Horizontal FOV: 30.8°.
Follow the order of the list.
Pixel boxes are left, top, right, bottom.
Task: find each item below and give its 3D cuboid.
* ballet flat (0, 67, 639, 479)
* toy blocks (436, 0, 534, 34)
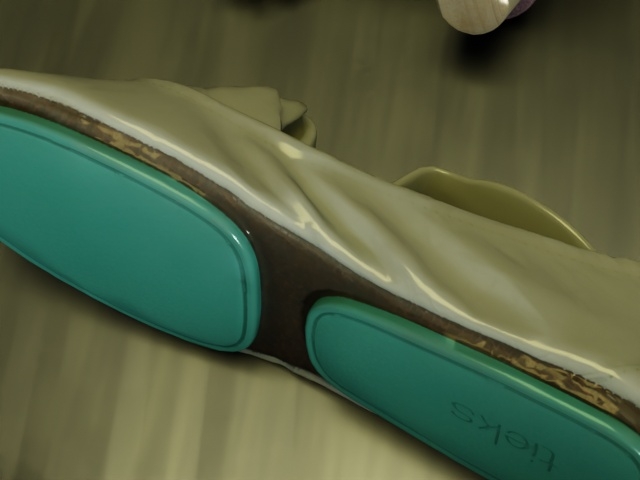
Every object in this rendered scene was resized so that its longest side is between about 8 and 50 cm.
[{"bbox_3d":[0.000,0.000,0.566,0.400,0.139,0.139,24,71,14],"label":"ballet flat"},{"bbox_3d":[0.075,-0.307,0.667,0.288,0.309,0.260,30,39,8],"label":"toy blocks"}]
